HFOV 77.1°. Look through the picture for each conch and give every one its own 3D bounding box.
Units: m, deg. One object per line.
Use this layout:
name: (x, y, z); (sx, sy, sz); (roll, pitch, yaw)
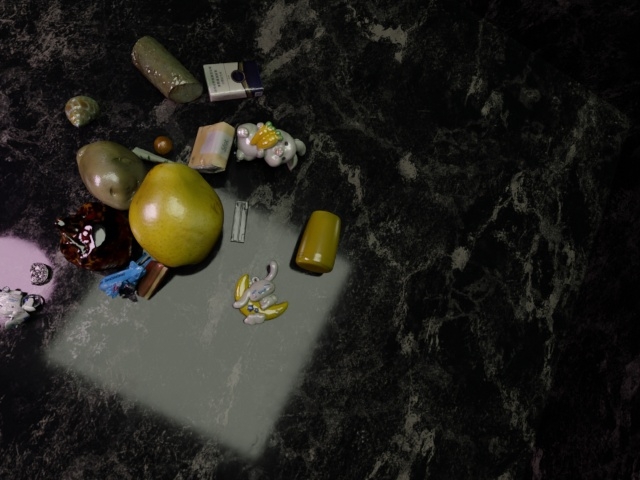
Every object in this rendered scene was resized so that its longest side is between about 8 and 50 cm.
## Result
conch: (-1.031, -0.561, 1.729); (0.116, 0.106, 0.172); (45, 57, -21)

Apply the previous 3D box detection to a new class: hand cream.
hand cream: (-0.731, -0.361, 1.781); (0.234, 0.080, 0.050); (17, 79, -5)

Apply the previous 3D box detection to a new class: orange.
orange: (-0.706, -0.425, 1.797); (0.085, 0.085, 0.084); (3, 79, -13)

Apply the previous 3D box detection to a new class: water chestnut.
water chestnut: (-0.882, -0.013, 1.581); (0.290, 0.244, 0.288); (4, 71, -11)

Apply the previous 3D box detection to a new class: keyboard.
keyboard: (-0.370, -0.089, 1.846); (0.064, 0.010, 0.197); (7, 77, -11)

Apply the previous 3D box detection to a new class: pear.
pear: (-0.572, -0.100, 1.622); (0.363, 0.362, 0.417); (-9, 98, -15)

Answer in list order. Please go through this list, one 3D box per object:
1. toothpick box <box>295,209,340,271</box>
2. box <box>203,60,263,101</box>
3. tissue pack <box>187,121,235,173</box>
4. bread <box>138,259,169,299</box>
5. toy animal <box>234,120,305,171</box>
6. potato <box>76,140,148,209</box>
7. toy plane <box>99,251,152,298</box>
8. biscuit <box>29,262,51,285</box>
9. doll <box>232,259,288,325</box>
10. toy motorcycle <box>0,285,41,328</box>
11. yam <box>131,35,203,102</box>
toothpick box: (0.000, 0.000, 1.838); (0.175, 0.175, 0.271); (18, 73, -10)
box: (-0.418, -0.770, 1.935); (0.260, 0.071, 0.168); (-14, 83, -15)
tissue pack: (-0.489, -0.411, 1.799); (0.090, 0.186, 0.222); (33, 65, -52)
bread: (-0.691, 0.140, 1.669); (0.067, 0.192, 0.119); (21, 30, -44)
toy animal: (-0.232, -0.429, 1.840); (0.310, 0.247, 0.182); (9, 94, 3)
potato: (-0.840, -0.274, 1.638); (0.243, 0.220, 0.326); (-5, 42, -40)
toy plane: (-0.785, 0.155, 1.605); (0.105, 0.271, 0.254); (47, 31, -24)
biscuit: (-1.127, 0.134, 1.605); (0.087, 0.027, 0.089); (33, 74, -6)
doll: (-0.262, 0.240, 1.756); (0.252, 0.111, 0.237); (-25, 85, -8)
toy motorcycle: (-1.209, 0.256, 1.529); (0.221, 0.102, 0.150); (13, 56, -14)
yam: (-0.696, -0.758, 1.818); (0.304, 0.168, 0.168); (46, 73, -1)
